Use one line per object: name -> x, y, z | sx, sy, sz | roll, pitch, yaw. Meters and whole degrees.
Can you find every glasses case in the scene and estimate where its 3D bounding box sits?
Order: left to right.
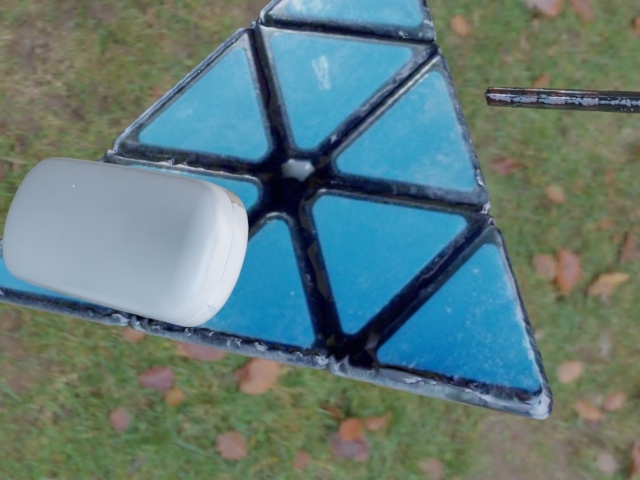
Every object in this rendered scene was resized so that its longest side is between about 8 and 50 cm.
glasses case -> -0.092, -0.001, 0.649 | 0.041, 0.164, 0.063 | 20, 83, -42

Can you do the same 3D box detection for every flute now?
flute -> 0.216, -0.066, 0.725 | 0.014, 0.269, 0.014 | 4, 90, -74

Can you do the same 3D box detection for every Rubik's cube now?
Rubik's cube -> -0.002, 0.002, 0.783 | 0.229, 0.228, 0.233 | 48, 35, -7
